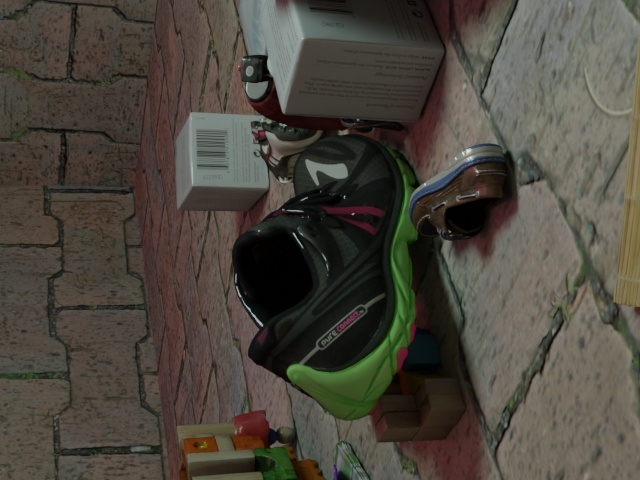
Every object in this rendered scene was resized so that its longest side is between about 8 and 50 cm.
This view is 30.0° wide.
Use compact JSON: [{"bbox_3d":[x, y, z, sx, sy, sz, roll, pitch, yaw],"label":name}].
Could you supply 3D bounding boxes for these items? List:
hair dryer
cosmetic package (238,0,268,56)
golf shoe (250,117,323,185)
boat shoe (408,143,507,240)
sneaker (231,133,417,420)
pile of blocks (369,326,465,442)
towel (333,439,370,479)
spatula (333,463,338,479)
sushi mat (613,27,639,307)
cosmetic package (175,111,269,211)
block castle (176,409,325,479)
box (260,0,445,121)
[{"bbox_3d":[-0.001,-0.173,1.625,0.080,0.224,0.293,-63,-2,8],"label":"hair dryer"},{"bbox_3d":[-0.035,-0.367,1.774,0.224,0.138,0.224,102,161,-44],"label":"cosmetic package"},{"bbox_3d":[-0.039,-0.152,1.922,0.273,0.105,0.120,-161,56,-79],"label":"golf shoe"},{"bbox_3d":[0.144,-0.036,1.283,0.183,0.066,0.066,123,143,-62],"label":"boat shoe"},{"bbox_3d":[0.000,0.000,1.442,0.185,0.202,0.483,-58,18,29],"label":"sneaker"},{"bbox_3d":[0.061,0.156,1.489,0.362,0.113,0.149,-171,81,-74],"label":"pile of blocks"},{"bbox_3d":[0.050,0.367,1.700,0.152,0.023,0.113,-131,42,-64],"label":"towel"},{"bbox_3d":[0.052,0.340,1.600,0.296,0.030,0.084,146,122,-70],"label":"spatula"},{"bbox_3d":[0.277,-0.092,0.897,0.151,0.019,0.316,-147,59,-73],"label":"sushi mat"},{"bbox_3d":[-0.196,-0.150,2.335,0.184,0.151,0.151,143,127,-70],"label":"cosmetic package"},{"bbox_3d":[-0.103,0.486,1.900,0.453,0.213,0.303,-125,34,-67],"label":"block castle"},{"bbox_3d":[0.034,-0.251,1.466,0.119,0.182,0.181,110,155,-45],"label":"box"}]
